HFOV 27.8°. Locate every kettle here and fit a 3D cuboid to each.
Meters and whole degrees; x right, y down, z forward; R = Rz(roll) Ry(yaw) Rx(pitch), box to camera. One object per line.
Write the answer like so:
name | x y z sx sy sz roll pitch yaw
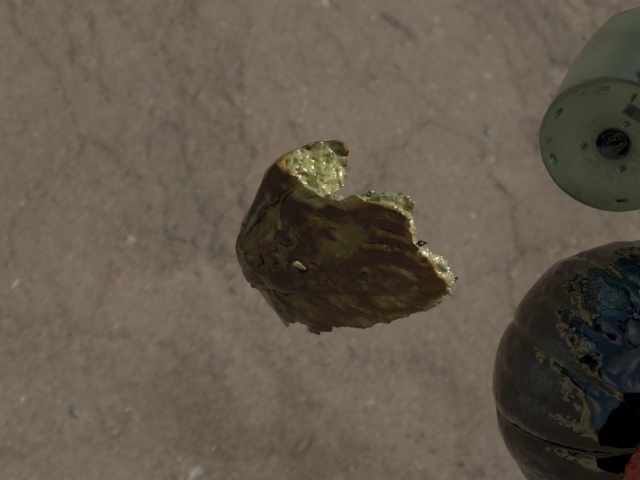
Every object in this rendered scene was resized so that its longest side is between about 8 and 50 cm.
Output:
kettle | 0.375 -0.183 1.492 0.165 0.240 0.255 32 38 5

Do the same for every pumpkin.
pumpkin | 0.395 0.177 1.632 0.363 0.363 0.266 12 12 -31

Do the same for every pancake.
pancake | 0.000 0.001 1.234 0.212 0.257 0.056 49 45 -27

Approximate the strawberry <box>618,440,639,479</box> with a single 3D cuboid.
strawberry | 0.478 0.303 1.381 0.312 0.267 0.351 41 76 -4
